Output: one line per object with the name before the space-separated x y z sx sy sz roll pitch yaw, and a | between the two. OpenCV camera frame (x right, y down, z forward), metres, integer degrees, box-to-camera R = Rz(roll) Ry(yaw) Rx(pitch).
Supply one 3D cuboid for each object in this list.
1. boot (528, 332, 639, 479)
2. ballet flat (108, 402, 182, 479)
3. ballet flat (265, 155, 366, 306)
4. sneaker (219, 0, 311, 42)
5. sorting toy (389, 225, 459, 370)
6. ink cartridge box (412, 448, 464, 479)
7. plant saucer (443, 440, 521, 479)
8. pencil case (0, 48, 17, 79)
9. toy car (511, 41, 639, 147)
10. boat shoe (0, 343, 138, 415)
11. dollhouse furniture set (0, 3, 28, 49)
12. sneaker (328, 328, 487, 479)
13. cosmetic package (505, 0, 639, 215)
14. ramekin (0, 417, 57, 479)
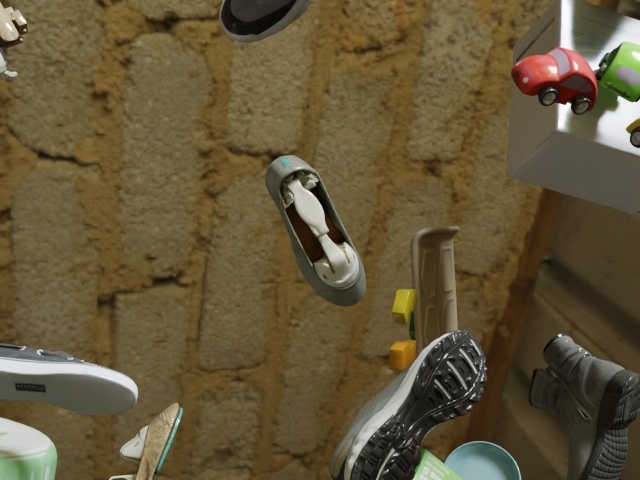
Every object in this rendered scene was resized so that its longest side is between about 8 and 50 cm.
boot | 0.386 0.279 1.161 0.161 0.083 0.247 27 -77 53
ballet flat | -0.248 0.315 1.025 0.073 0.067 0.206 129 -22 -66
ballet flat | 0.000 0.000 0.886 0.213 0.072 0.068 62 -9 -22
sneaker | -0.042 -0.357 0.893 0.268 0.153 0.101 -44 -102 13
sorting toy | 0.156 0.094 1.159 0.307 0.041 0.229 -4 96 -65
ink cartridge box | 0.074 0.430 0.961 0.198 0.114 0.273 -48 -178 44
plant saucer | 0.243 0.365 1.147 0.021 0.119 0.119 66 6 -51
pencil case | -0.451 -0.334 0.746 0.183 0.159 0.411 -55 132 -70
toy car | 0.347 -0.179 0.865 0.225 0.239 0.053 -54 174 -49
boat shoe | -0.223 0.112 0.637 0.040 0.142 0.049 -91 -167 -56
dollhouse furniture set | -0.616 -0.366 1.434 0.123 0.144 0.151 57 -26 8
sneaker | 0.108 0.210 0.962 0.100 0.271 0.108 54 -26 -13
cosmetic package | 0.389 -0.181 1.038 0.138 0.223 0.225 129 -27 -64
ramekin | -0.401 0.244 0.712 0.303 0.303 0.148 168 -66 -70
